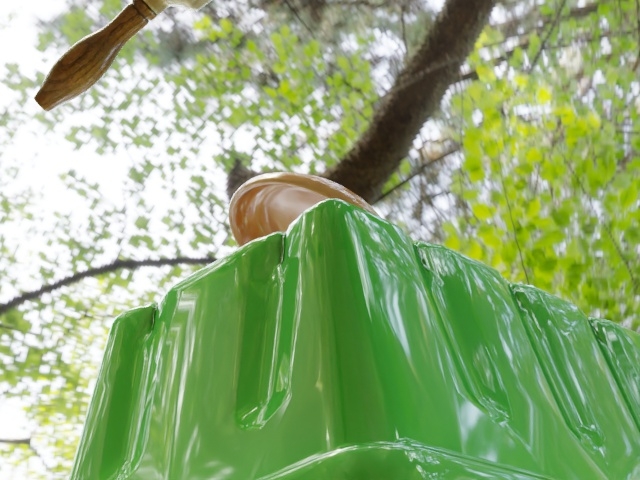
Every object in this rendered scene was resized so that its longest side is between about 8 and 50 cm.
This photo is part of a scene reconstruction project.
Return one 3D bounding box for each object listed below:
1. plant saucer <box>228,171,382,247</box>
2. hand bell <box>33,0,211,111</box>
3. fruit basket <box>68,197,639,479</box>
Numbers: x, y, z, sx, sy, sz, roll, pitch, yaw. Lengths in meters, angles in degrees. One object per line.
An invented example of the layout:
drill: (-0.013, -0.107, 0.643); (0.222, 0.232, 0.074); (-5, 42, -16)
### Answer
plant saucer: (0.000, 0.000, 1.167); (0.200, 0.200, 0.037); (21, -124, 17)
hand bell: (-0.165, -0.202, 1.028); (0.242, 0.126, 0.126); (-42, -108, 6)
fruit basket: (0.048, 0.213, 0.571); (0.283, 0.392, 0.392); (-28, -109, 35)
